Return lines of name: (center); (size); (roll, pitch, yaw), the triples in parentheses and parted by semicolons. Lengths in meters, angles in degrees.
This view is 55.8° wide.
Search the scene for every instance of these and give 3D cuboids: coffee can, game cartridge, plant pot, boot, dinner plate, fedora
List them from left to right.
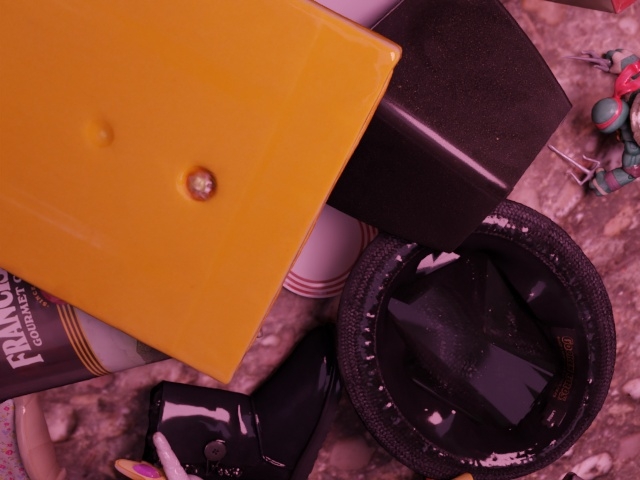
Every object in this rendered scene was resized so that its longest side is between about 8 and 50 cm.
coffee can: (-0.214, 0.032, 0.607); (0.275, 0.201, 0.202); (-14, 105, -6)
game cartridge: (-0.148, -0.082, 0.438); (0.323, 0.053, 0.285); (29, 111, 0)
boot: (-0.095, 0.195, 0.717); (0.207, 0.094, 0.247); (14, 106, -16)
dinner plate: (0.000, 0.000, 0.728); (0.141, 0.017, 0.141); (-2, 103, -9)
plant pot: (0.109, -0.102, 0.559); (0.167, 0.187, 0.188); (38, 64, 6)
fedora: (0.165, 0.106, 0.707); (0.333, 0.152, 0.335); (-1, 98, -6)

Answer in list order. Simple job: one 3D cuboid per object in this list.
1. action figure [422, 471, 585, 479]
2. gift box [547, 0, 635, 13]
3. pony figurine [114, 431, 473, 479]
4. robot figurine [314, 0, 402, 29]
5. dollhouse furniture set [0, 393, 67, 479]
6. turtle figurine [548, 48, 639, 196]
action figure: (0.229, 0.413, 0.783); (0.341, 0.178, 0.331); (22, 105, 12)
gift box: (0.238, -0.362, 0.567); (0.255, 0.258, 0.276); (-34, 125, -2)
pony figurine: (-0.044, 0.375, 0.638); (0.363, 0.303, 0.351); (9, 107, -2)
robot figurine: (-0.048, -0.224, 0.544); (0.353, 0.199, 0.300); (-38, 119, -22)
dollhouse furniture set: (-0.344, 0.275, 0.623); (0.302, 0.174, 0.356); (-6, 110, 2)
turtle figurine: (0.380, -0.130, 0.713); (0.234, 0.118, 0.175); (13, 100, -17)
